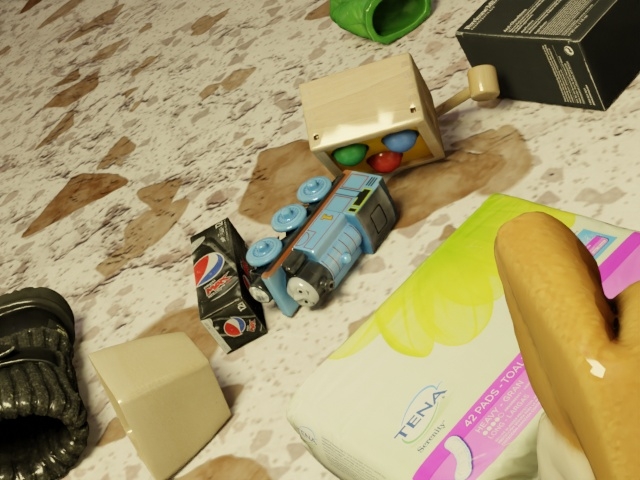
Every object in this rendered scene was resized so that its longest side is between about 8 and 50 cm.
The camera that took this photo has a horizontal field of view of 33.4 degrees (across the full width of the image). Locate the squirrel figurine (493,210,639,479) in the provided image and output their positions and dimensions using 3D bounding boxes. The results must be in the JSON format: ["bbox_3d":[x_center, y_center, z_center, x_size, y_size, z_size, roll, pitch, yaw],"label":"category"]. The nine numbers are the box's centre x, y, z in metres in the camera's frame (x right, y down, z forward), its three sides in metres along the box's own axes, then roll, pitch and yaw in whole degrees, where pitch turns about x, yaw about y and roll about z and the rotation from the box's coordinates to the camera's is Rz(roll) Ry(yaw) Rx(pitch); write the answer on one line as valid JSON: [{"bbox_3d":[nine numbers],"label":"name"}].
[{"bbox_3d":[0.322,0.124,0.533,0.370,0.281,0.397,-15,30,-6],"label":"squirrel figurine"}]

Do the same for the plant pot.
[{"bbox_3d":[-0.153,0.152,1.050,0.096,0.109,0.109,-28,30,-17],"label":"plant pot"}]

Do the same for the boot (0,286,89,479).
[{"bbox_3d":[-0.420,0.201,1.181,0.348,0.131,0.260,-30,32,3],"label":"boot"}]

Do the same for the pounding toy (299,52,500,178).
[{"bbox_3d":[0.106,-0.130,1.203,0.206,0.181,0.094,-14,71,13],"label":"pounding toy"}]

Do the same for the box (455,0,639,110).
[{"bbox_3d":[0.312,-0.275,1.226,0.261,0.103,0.184,-46,37,-20],"label":"box"}]

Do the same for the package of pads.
[{"bbox_3d":[0.140,0.098,0.866,0.296,0.101,0.229,-44,34,-19],"label":"package of pads"}]

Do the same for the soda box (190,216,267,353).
[{"bbox_3d":[-0.104,0.046,1.185,0.053,0.060,0.169,-29,32,7],"label":"soda box"}]

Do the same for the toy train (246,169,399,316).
[{"bbox_3d":[0.000,0.000,1.145,0.105,0.080,0.184,11,51,40],"label":"toy train"}]

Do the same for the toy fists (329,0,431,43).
[{"bbox_3d":[0.135,-0.395,1.548,0.279,0.096,0.142,-38,31,-7],"label":"toy fists"}]
